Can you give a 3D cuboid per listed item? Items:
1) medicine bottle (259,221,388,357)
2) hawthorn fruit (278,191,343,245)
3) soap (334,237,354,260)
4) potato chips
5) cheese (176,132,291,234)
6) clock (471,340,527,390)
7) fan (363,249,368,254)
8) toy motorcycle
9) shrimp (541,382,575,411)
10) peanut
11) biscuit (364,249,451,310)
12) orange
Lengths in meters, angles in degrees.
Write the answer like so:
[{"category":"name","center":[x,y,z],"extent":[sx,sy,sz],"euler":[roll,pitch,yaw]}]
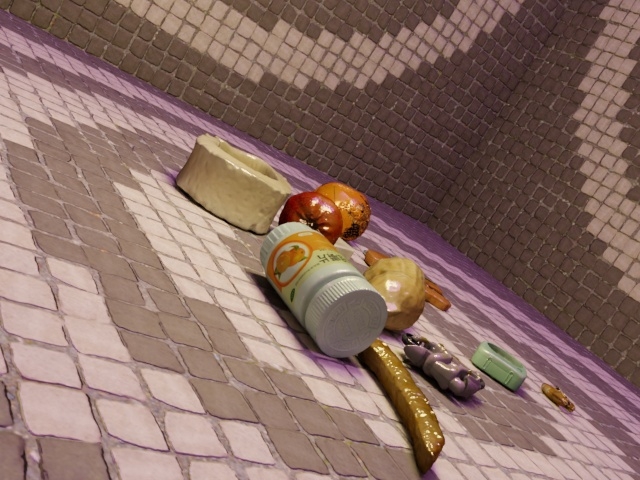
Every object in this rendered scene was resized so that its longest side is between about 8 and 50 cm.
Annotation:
[{"category":"medicine bottle","center":[-0.006,0.088,1.443],"extent":[0.158,0.158,0.318],"euler":[24,13,-36]},{"category":"hawthorn fruit","center":[-0.031,-0.049,1.965],"extent":[0.179,0.179,0.200],"euler":[31,-2,-6]},{"category":"soap","center":[0.000,0.000,2.102],"extent":[0.121,0.064,0.183],"euler":[16,18,-48]},{"category":"potato chips","center":[0.150,0.285,1.261],"extent":[0.080,0.057,0.407],"euler":[14,16,-17]},{"category":"cheese","center":[-0.238,-0.165,1.936],"extent":[0.292,0.153,0.332],"euler":[29,10,-15]},{"category":"clock","center":[0.500,0.343,1.962],"extent":[0.148,0.060,0.188],"euler":[34,11,15]},{"category":"fan","center":[0.216,0.069,2.527],"extent":[0.131,0.009,0.240],"euler":[36,12,25]},{"category":"toy motorcycle","center":[0.278,0.287,1.571],"extent":[0.225,0.073,0.152],"euler":[32,13,-4]},{"category":"shrimp","center":[0.701,0.468,2.050],"extent":[0.095,0.045,0.162],"euler":[50,-1,-22]},{"category":"peanut","center":[0.189,0.133,1.790],"extent":[0.174,0.158,0.340],"euler":[52,12,-8]},{"category":"biscuit","center":[0.297,0.125,2.389],"extent":[0.334,0.047,0.202],"euler":[29,14,-15]},{"category":"orange","center":[0.064,-0.104,2.470],"extent":[0.234,0.182,0.234],"euler":[22,23,-10]}]
